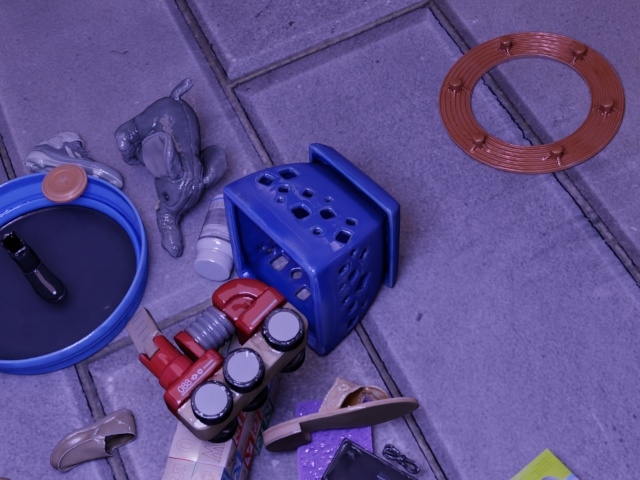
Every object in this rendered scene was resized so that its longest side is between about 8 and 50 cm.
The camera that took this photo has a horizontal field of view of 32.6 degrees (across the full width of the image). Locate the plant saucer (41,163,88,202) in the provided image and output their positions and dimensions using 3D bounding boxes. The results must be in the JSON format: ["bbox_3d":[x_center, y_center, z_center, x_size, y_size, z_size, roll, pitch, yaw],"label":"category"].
[{"bbox_3d":[-0.456,-0.103,1.945,0.083,0.013,0.084,-4,57,6],"label":"plant saucer"}]

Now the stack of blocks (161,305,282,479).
[{"bbox_3d":[-0.140,0.265,1.645,0.087,0.171,0.297,7,59,13],"label":"stack of blocks"}]

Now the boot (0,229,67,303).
[{"bbox_3d":[-0.474,0.042,1.798,0.045,0.099,0.121,-40,59,-15],"label":"boot"}]

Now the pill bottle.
[{"bbox_3d":[-0.170,-0.005,1.887,0.078,0.078,0.137,7,58,13],"label":"pill bottle"}]

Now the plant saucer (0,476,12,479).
[{"bbox_3d":[-0.509,0.406,1.704,0.083,0.015,0.083,-4,56,6],"label":"plant saucer"}]

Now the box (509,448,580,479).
[{"bbox_3d":[0.347,0.397,1.558,0.109,0.042,0.178,-37,58,-15],"label":"box"}]

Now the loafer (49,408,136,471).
[{"bbox_3d":[-0.353,0.318,1.713,0.148,0.056,0.050,-32,51,-13],"label":"loafer"}]

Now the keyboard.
[{"bbox_3d":[0.101,0.357,1.609,0.180,0.023,0.108,29,62,7],"label":"keyboard"}]

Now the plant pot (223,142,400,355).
[{"bbox_3d":[0.000,0.000,1.773,0.212,0.236,0.236,-36,58,-23],"label":"plant pot"}]

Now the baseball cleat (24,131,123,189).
[{"bbox_3d":[-0.447,-0.153,2.036,0.205,0.072,0.109,14,53,13],"label":"baseball cleat"}]

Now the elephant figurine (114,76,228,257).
[{"bbox_3d":[-0.249,-0.128,1.936,0.169,0.186,0.239,-24,51,-15],"label":"elephant figurine"}]

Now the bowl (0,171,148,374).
[{"bbox_3d":[-0.485,0.056,1.898,0.390,0.077,0.391,-4,55,6],"label":"bowl"}]

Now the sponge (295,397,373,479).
[{"bbox_3d":[0.024,0.340,1.654,0.117,0.031,0.210,-6,55,4],"label":"sponge"}]

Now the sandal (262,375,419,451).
[{"bbox_3d":[0.022,0.244,1.647,0.240,0.088,0.079,-17,61,2],"label":"sandal"}]

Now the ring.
[{"bbox_3d":[0.384,-0.263,2.001,0.336,0.032,0.337,-5,56,7],"label":"ring"}]

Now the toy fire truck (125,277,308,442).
[{"bbox_3d":[-0.166,0.138,1.558,0.246,0.158,0.217,40,71,17],"label":"toy fire truck"}]
